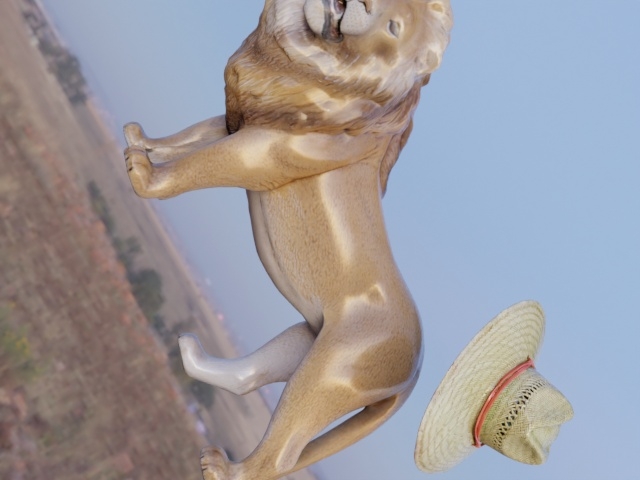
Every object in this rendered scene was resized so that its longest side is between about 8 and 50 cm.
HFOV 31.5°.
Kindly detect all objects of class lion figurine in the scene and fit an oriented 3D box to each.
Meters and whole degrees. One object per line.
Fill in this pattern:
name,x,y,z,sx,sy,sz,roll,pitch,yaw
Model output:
lion figurine,0.000,0.000,0.815,0.142,0.240,0.392,-121,-161,-73

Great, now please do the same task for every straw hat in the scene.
straw hat,0.129,0.112,0.733,0.061,0.144,0.144,35,-18,30
